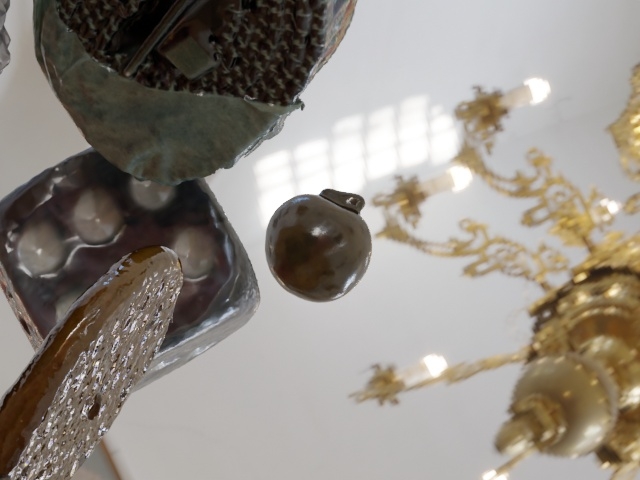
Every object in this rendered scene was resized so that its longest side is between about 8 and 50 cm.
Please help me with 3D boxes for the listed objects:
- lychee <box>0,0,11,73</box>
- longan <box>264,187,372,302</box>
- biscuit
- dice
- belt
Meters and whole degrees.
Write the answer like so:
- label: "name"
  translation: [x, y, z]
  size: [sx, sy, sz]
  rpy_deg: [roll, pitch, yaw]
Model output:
- label: "lychee"
  translation: [-0.306, -0.096, 0.797]
  size: [0.300, 0.300, 0.300]
  rpy_deg: [12, -70, 35]
- label: "longan"
  translation: [0.000, 0.000, 1.496]
  size: [0.106, 0.106, 0.119]
  rpy_deg: [18, -111, 33]
- label: "biscuit"
  translation: [-0.153, 0.092, 0.971]
  size: [0.036, 0.212, 0.212]
  rpy_deg: [32, -58, 8]
- label: "dice"
  translation: [-0.167, 0.025, 1.293]
  size: [0.181, 0.182, 0.183]
  rpy_deg: [58, -14, 6]
- label: "belt"
  translation: [-0.087, -0.168, 1.127]
  size: [0.207, 0.150, 0.257]
  rpy_deg: [40, -58, -6]
